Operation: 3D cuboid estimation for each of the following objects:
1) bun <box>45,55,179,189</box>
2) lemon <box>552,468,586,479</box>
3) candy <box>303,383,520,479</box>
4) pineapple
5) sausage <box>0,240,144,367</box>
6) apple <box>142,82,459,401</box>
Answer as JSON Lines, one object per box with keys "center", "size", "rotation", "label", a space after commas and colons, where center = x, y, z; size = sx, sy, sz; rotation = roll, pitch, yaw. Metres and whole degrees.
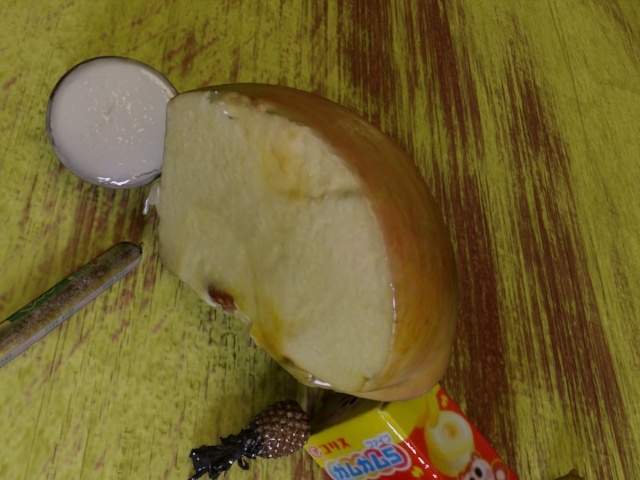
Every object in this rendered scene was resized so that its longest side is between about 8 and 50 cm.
{"center": [-0.209, -0.118, 0.732], "size": [0.138, 0.094, 0.138], "rotation": [0, 90, -11], "label": "bun"}
{"center": [0.326, 0.338, 0.911], "size": [0.065, 0.065, 0.092], "rotation": [42, 40, -12], "label": "lemon"}
{"center": [0.121, 0.267, 0.733], "size": [0.276, 0.146, 0.088], "rotation": [52, 45, -4], "label": "candy"}
{"center": [-0.071, 0.194, 0.685], "size": [0.124, 0.058, 0.058], "rotation": [-9, 71, -37], "label": "pineapple"}
{"center": [-0.251, 0.069, 0.626], "size": [0.032, 0.033, 0.269], "rotation": [50, 45, -3], "label": "sausage"}
{"center": [0.000, 0.000, 0.691], "size": [0.252, 0.309, 0.314], "rotation": [-58, 152, -9], "label": "apple"}
